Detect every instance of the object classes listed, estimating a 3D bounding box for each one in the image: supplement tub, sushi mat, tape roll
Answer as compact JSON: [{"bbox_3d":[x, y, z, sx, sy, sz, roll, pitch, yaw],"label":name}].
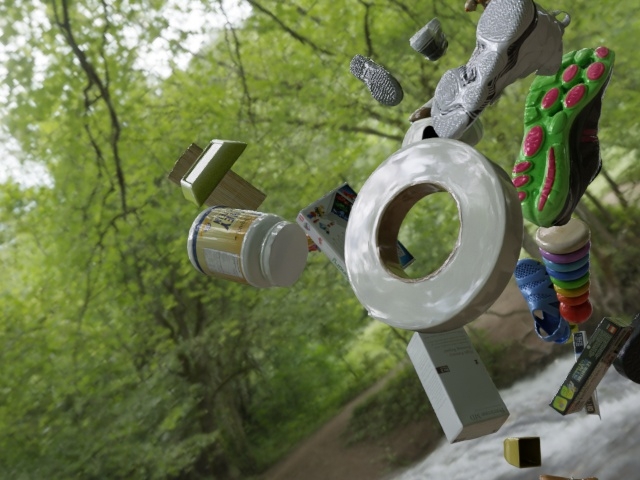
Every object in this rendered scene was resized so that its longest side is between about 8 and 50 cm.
[{"bbox_3d":[-0.219,0.020,2.008,0.228,0.316,0.228,-22,-64,-54],"label":"supplement tub"},{"bbox_3d":[-0.354,-0.185,2.263,0.151,0.316,0.019,-53,9,8],"label":"sushi mat"},{"bbox_3d":[0.210,-0.010,1.313,0.072,0.392,0.392,19,-55,-44],"label":"tape roll"}]

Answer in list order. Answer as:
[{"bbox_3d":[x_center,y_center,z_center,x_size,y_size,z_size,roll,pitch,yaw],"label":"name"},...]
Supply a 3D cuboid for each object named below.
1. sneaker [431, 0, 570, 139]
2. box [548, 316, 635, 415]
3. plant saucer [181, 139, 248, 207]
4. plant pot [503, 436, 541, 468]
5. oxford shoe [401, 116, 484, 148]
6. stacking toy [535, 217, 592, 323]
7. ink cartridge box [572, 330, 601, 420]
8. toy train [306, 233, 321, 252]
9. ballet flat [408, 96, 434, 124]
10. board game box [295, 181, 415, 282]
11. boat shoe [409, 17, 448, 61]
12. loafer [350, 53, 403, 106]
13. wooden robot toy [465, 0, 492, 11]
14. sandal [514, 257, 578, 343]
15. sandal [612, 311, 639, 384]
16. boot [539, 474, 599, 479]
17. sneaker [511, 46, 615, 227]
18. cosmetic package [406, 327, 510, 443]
[{"bbox_3d":[0.411,-0.375,1.492,0.210,0.137,0.366,-3,-43,-33],"label":"sneaker"},{"bbox_3d":[0.536,0.247,1.301,0.114,0.036,0.207,12,-70,-51],"label":"box"},{"bbox_3d":[-0.271,-0.177,1.603,0.188,0.045,0.188,-53,23,-5],"label":"plant saucer"},{"bbox_3d":[0.562,0.593,1.864,0.081,0.081,0.083,5,-12,-25],"label":"plant pot"},{"bbox_3d":[0.327,-0.279,1.975,0.130,0.169,0.449,-41,6,-14],"label":"oxford shoe"},{"bbox_3d":[0.695,0.103,1.844,0.141,0.330,0.141,-16,31,10],"label":"stacking toy"},{"bbox_3d":[0.816,0.418,2.025,0.045,0.208,0.206,-11,48,24],"label":"ink cartridge box"},{"bbox_3d":[0.000,0.000,2.116,0.166,0.046,0.125,-12,-17,40],"label":"toy train"},{"bbox_3d":[0.436,-0.440,2.337,0.342,0.116,0.124,6,-79,-43],"label":"ballet flat"},{"bbox_3d":[0.099,-0.003,1.854,0.193,0.305,0.053,-34,-13,-32],"label":"board game box"},{"bbox_3d":[0.391,-0.698,2.348,0.121,0.119,0.335,-37,13,29],"label":"boat shoe"},{"bbox_3d":[0.193,-0.510,2.090,0.087,0.251,0.094,-3,-46,-38],"label":"loafer"},{"bbox_3d":[0.473,-0.707,1.980,0.079,0.076,0.173,-44,22,-2],"label":"wooden robot toy"},{"bbox_3d":[0.723,0.202,2.145,0.126,0.317,0.138,-34,-10,40],"label":"sandal"},{"bbox_3d":[0.764,0.103,1.397,0.446,0.167,0.107,-46,21,-1],"label":"sandal"},{"bbox_3d":[0.552,0.593,1.448,0.280,0.264,0.096,-110,23,-73],"label":"boot"},{"bbox_3d":[0.606,-0.256,1.641,0.202,0.185,0.482,28,-98,-47],"label":"sneaker"},{"bbox_3d":[0.281,0.290,1.373,0.117,0.231,0.085,-8,-40,-21],"label":"cosmetic package"}]
